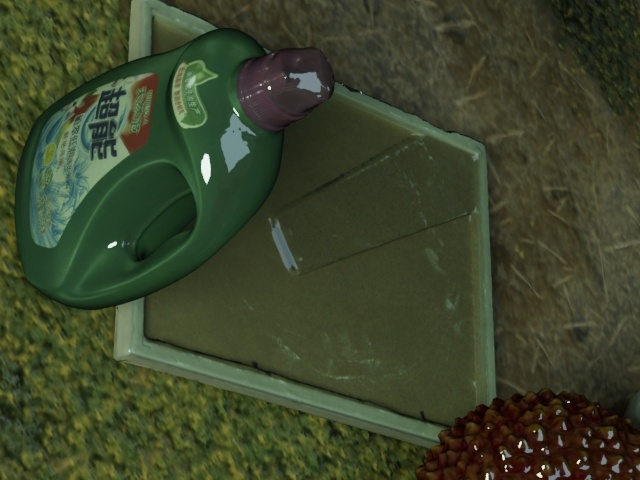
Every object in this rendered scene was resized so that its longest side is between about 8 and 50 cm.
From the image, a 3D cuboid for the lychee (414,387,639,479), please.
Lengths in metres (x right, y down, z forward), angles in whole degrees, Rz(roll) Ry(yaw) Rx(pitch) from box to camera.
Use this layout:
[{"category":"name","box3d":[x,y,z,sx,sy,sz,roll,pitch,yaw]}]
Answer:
[{"category":"lychee","box3d":[0.141,0.184,1.262,0.188,0.188,0.188,20,61,-41]}]

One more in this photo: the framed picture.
[{"category":"framed picture","box3d":[0.000,0.000,1.298,0.335,0.022,0.247,20,61,-41]}]

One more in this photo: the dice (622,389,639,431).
[{"category":"dice","box3d":[0.375,0.208,1.459,0.259,0.243,0.251,-1,76,-44]}]

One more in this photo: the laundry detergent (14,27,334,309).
[{"category":"laundry detergent","box3d":[-0.078,-0.044,1.080,0.078,0.221,0.144,23,60,-41]}]
